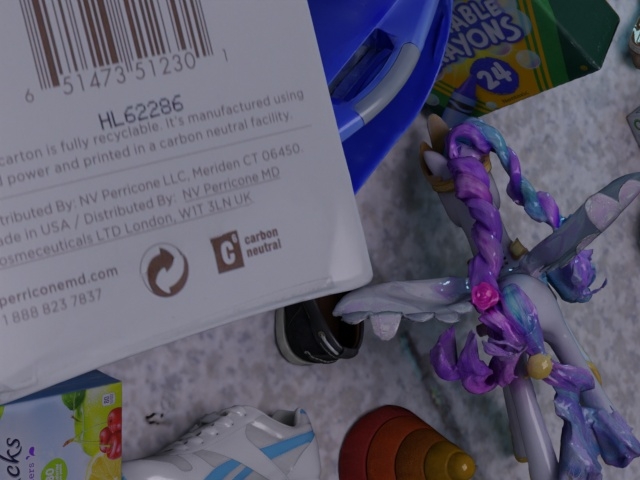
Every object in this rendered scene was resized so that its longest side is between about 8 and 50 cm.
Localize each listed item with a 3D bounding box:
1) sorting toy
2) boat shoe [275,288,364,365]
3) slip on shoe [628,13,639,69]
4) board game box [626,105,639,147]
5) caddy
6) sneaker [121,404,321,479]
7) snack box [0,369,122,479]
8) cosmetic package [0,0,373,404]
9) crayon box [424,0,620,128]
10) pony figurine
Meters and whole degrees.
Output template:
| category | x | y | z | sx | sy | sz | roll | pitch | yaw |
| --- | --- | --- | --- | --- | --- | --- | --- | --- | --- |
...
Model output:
| category | x | y | z | sx | sy | sz | roll | pitch | yaw |
| --- | --- | --- | --- | --- | --- | --- | --- | --- | --- |
| sorting toy | 0.140 | 0.333 | 1.831 | 0.127 | 0.126 | 0.365 | -23 | 98 | -36 |
| boat shoe | 0.000 | 0.000 | 1.794 | 0.084 | 0.079 | 0.233 | -2 | 85 | -35 |
| slip on shoe | 0.381 | -0.246 | 2.120 | 0.041 | 0.051 | 0.135 | 83 | 30 | -51 |
| board game box | 0.505 | -0.200 | 2.109 | 0.305 | 0.193 | 0.053 | -37 | 107 | -33 |
| caddy | -0.005 | -0.157 | 1.670 | 0.341 | 0.179 | 0.241 | -52 | 146 | -27 |
| sneaker | -0.098 | 0.197 | 1.704 | 0.229 | 0.087 | 0.092 | 2 | 77 | -43 |
| snack box | -0.252 | 0.219 | 1.560 | 0.174 | 0.070 | 0.207 | -8 | 106 | -37 |
| cosmetic package | -0.227 | -0.068 | 1.432 | 0.329 | 0.394 | 0.327 | -17 | 94 | -34 |
| crayon box | 0.105 | -0.264 | 1.813 | 0.323 | 0.203 | 0.083 | 45 | 50 | -23 |
| pony figurine | 0.181 | 0.063 | 1.787 | 0.303 | 0.351 | 0.363 | -22 | 99 | 3 |
